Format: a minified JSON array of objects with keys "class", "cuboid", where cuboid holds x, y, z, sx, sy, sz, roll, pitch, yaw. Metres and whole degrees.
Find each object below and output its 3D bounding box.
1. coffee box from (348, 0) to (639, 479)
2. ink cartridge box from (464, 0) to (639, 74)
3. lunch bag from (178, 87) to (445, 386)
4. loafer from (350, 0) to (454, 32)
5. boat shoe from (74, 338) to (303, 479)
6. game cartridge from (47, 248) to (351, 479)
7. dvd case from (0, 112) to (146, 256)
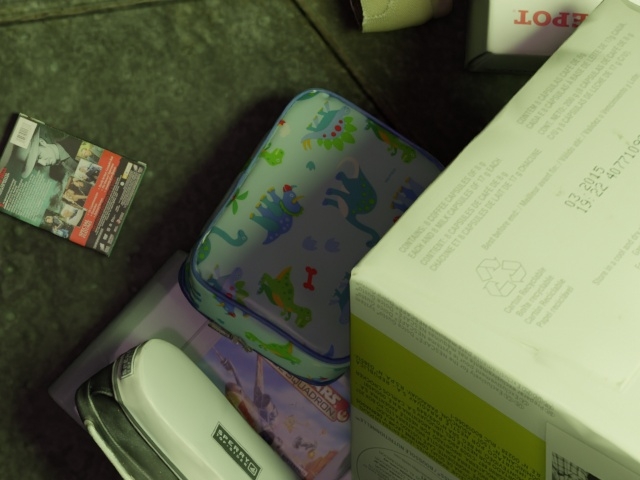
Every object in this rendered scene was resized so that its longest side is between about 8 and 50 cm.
[{"class":"coffee box","cuboid":[0.249,0.097,1.406,0.338,0.334,0.337,31,59,23]},{"class":"ink cartridge box","cuboid":[0.229,-0.272,1.575,0.198,0.197,0.270,3,91,-1]},{"class":"lunch bag","cuboid":[0.000,0.000,1.601,0.176,0.090,0.219,32,68,-1]},{"class":"loafer","cuboid":[0.013,-0.289,1.619,0.092,0.102,0.268,-33,92,-7]},{"class":"boat shoe","cuboid":[-0.087,0.220,1.578,0.102,0.108,0.301,-31,106,31]},{"class":"game cartridge","cuboid":[-0.061,0.157,1.649,0.297,0.062,0.198,42,94,-1]},{"class":"dvd case","cuboid":[-0.221,-0.048,1.660,0.119,0.013,0.087,22,90,-3]}]
